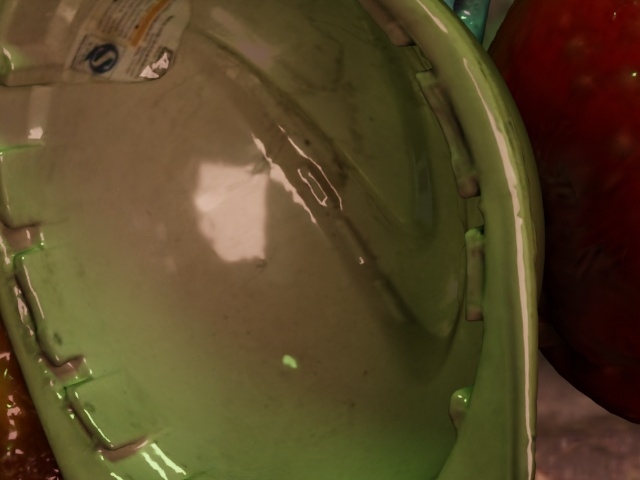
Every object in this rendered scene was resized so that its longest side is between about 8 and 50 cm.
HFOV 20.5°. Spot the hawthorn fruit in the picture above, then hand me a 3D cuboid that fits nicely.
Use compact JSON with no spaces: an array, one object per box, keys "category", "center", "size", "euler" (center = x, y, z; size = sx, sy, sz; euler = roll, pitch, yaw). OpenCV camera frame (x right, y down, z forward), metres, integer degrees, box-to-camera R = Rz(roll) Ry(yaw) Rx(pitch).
[{"category":"hawthorn fruit","center":[0.147,-0.030,0.674],"size":[0.249,0.215,0.215],"euler":[-36,104,-6]}]

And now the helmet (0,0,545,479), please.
[{"category":"helmet","center":[0.003,0.004,0.591],"size":[0.137,0.204,0.257],"euler":[-10,82,-56]}]

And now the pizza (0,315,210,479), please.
[{"category":"pizza","center":[-0.099,0.098,0.640],"size":[0.197,0.058,0.292],"euler":[-20,97,-22]}]

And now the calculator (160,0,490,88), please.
[{"category":"calculator","center":[-0.050,-0.140,0.664],"size":[0.293,0.051,0.173],"euler":[2,88,-23]}]
